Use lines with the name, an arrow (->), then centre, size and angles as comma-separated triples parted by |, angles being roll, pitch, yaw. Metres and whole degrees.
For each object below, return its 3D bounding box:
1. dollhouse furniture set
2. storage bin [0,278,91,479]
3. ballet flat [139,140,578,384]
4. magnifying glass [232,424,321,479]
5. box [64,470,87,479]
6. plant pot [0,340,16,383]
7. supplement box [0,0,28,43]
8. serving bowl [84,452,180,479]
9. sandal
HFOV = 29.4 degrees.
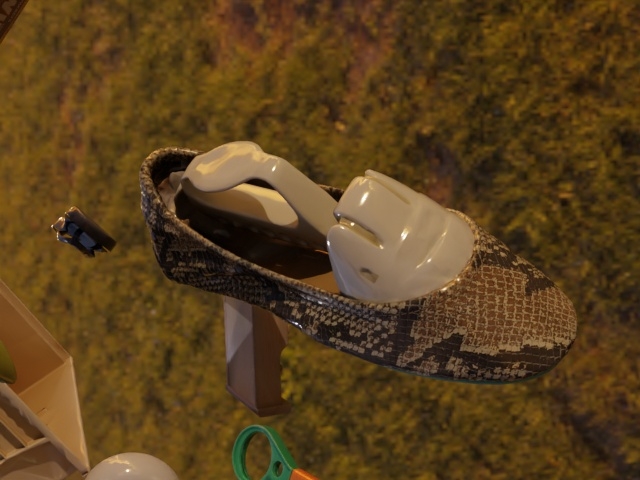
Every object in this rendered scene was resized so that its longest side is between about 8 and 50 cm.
dollhouse furniture set -> 0.013, 0.104, 1.482 | 0.212, 0.242, 0.161 | -156, 62, -63
storage bin -> -0.401, 0.145, 1.402 | 0.260, 0.123, 0.262 | 55, -178, -28
ballet flat -> 0.000, 0.000, 1.130 | 0.483, 0.164, 0.182 | 16, 143, 38
magnifying glass -> -0.052, 0.328, 1.729 | 0.231, 0.026, 0.092 | 18, 91, 48
box -> -0.470, 0.441, 1.627 | 0.345, 0.215, 0.168 | -49, 50, 27
plant pot -> -0.376, 0.147, 0.969 | 0.228, 0.227, 0.207 | 87, -165, -77
supplement box -> -0.514, -0.342, 1.612 | 0.129, 0.194, 0.191 | -53, 2, 15
serving bowl -> -0.147, 0.209, 0.946 | 0.027, 0.083, 0.083 | -123, 33, -74
sandal -> -0.402, -0.001, 2.035 | 0.097, 0.054, 0.254 | 42, 164, -11
